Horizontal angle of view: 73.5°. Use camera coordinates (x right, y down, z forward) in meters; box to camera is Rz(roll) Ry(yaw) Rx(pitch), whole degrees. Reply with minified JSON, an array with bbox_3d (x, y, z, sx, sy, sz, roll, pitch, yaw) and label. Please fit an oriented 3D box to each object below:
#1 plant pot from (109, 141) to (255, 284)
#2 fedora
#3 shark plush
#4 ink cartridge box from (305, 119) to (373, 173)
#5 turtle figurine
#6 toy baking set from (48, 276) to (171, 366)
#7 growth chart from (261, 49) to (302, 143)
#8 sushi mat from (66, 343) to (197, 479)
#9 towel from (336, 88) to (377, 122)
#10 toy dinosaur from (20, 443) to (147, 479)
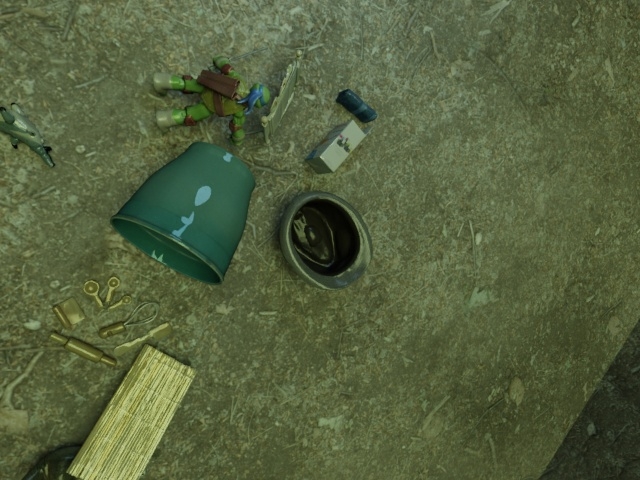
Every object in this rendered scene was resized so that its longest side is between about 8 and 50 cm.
[{"bbox_3d":[-0.285,-0.074,0.991,0.271,0.271,0.255,37,64,-23],"label":"plant pot"},{"bbox_3d":[0.000,0.000,1.189,0.275,0.124,0.244,47,74,-13],"label":"fedora"},{"bbox_3d":[-0.645,-0.227,0.928,0.067,0.073,0.161,-36,131,3],"label":"shark plush"},{"bbox_3d":[0.052,-0.271,1.197,0.061,0.104,0.181,46,76,-22],"label":"ink cartridge box"},{"bbox_3d":[-0.251,-0.339,1.054,0.266,0.275,0.198,-3,128,-2],"label":"turtle figurine"},{"bbox_3d":[-0.502,0.203,1.031,0.256,0.030,0.197,41,78,-22],"label":"toy baking set"},{"bbox_3d":[-0.094,-0.355,1.067,0.021,0.172,0.237,23,72,-1],"label":"growth chart"},{"bbox_3d":[-0.437,0.423,1.016,0.151,0.019,0.317,32,67,-14],"label":"sushi mat"},{"bbox_3d":[0.105,-0.384,1.230,0.119,0.067,0.029,34,79,-24],"label":"towel"},{"bbox_3d":[-0.573,0.551,1.003,0.313,0.121,0.161,12,66,-17],"label":"toy dinosaur"}]
